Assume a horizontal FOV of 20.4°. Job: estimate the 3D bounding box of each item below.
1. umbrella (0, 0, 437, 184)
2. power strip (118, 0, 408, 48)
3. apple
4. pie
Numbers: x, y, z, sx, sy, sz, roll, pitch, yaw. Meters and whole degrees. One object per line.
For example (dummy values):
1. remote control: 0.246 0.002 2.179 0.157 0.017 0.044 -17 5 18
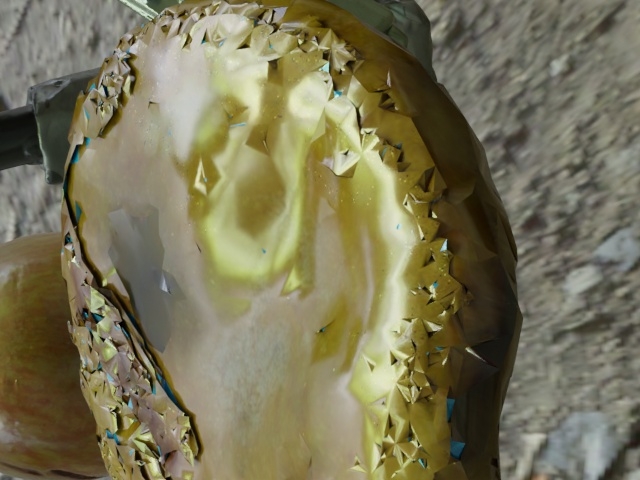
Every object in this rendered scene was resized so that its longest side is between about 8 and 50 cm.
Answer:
1. umbrella: -0.084 -0.101 1.229 0.337 0.067 0.073 -15 110 -9
2. power strip: -0.082 -0.169 1.088 0.286 0.048 0.080 34 120 6
3. apple: -0.280 0.121 1.822 0.264 0.264 0.264 1 85 -7
4. pie: -0.021 0.036 0.676 0.069 0.273 0.273 -1 84 -39
